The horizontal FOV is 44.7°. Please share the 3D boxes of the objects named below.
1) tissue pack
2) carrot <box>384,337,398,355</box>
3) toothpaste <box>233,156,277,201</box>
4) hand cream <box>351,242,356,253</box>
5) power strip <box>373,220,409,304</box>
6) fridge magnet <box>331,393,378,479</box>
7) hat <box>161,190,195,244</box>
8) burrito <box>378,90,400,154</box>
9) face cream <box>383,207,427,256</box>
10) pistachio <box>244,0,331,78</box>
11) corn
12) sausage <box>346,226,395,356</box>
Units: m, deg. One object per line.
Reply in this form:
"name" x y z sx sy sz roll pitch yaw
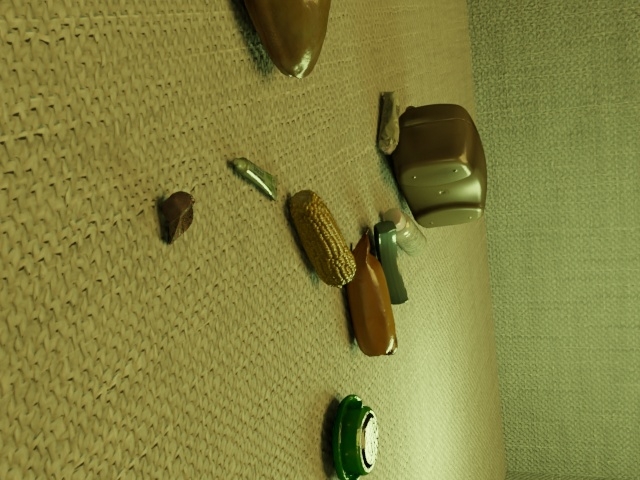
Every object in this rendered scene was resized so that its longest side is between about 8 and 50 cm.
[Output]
"tissue pack" 0.366 -0.237 2.369 0.387 0.267 0.277 55 34 -54
"carrot" 0.181 0.237 2.152 0.055 0.055 0.161 20 63 -67
"toothpaste" -0.117 -0.119 1.451 0.197 0.029 0.048 33 58 -68
"hand cream" 0.114 0.065 2.012 0.142 0.053 0.084 27 61 -49
"power strip" 0.189 0.063 2.097 0.167 0.054 0.253 -103 -179 -71
"fridge magnet" 0.079 0.463 1.807 0.208 0.088 0.208 -2 90 -69
"hat" -0.221 -0.037 1.173 0.058 0.042 0.087 -49 167 -56
"burrito" 0.199 -0.340 2.238 0.064 0.064 0.203 47 45 -59
"face cream" 0.249 -0.027 2.306 0.269 0.082 0.082 43 49 -62
"pistachio" -0.051 -0.447 1.479 0.213 0.163 0.260 -45 139 -30
"corn" 0.004 0.000 1.669 0.260 0.091 0.091 61 36 -40
"sausage" 0.118 0.128 1.924 0.112 0.112 0.328 -46 130 -61
